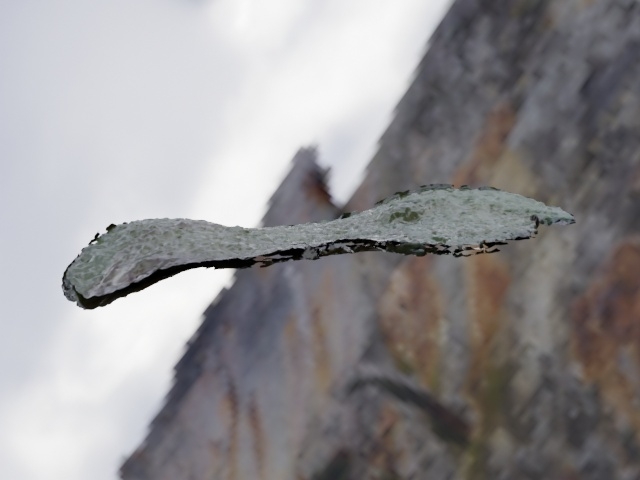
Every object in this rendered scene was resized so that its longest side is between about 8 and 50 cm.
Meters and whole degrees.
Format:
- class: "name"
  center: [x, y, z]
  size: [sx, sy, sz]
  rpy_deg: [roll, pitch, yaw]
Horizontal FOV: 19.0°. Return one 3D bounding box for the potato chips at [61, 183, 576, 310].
- class: "potato chips"
  center: [0.000, 0.000, 0.788]
  size: [0.209, 0.142, 0.026]
  rpy_deg: [-10, -81, -18]
